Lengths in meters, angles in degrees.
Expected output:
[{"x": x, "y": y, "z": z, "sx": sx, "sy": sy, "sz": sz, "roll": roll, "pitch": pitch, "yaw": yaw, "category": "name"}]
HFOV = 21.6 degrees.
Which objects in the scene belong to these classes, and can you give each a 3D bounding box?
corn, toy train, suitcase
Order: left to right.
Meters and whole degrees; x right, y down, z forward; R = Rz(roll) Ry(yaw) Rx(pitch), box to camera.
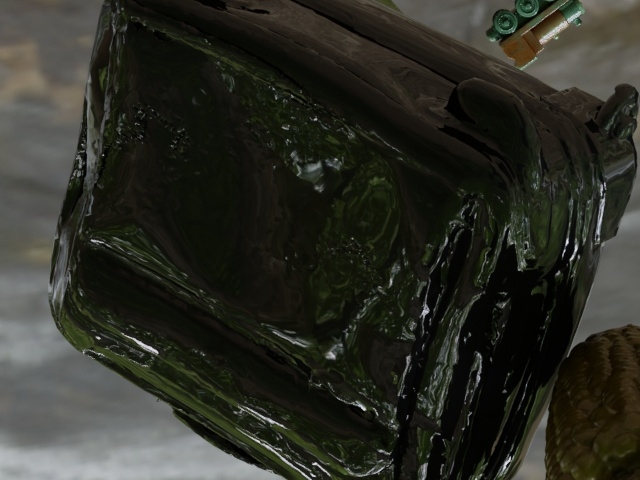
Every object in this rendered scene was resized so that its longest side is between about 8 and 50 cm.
[{"x": 0.000, "y": 0.000, "z": 1.097, "sx": 0.188, "sy": 0.345, "sz": 0.339, "roll": -24, "pitch": 136, "yaw": -51, "category": "suitcase"}, {"x": 0.221, "y": -0.225, "z": 1.706, "sx": 0.103, "sy": 0.064, "sz": 0.044, "roll": -38, "pitch": -175, "yaw": 9, "category": "toy train"}, {"x": 0.173, "y": 0.109, "z": 0.946, "sx": 0.097, "sy": 0.097, "sz": 0.261, "roll": -17, "pitch": -168, "yaw": 9, "category": "corn"}]

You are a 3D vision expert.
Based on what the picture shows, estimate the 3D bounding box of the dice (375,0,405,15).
[{"x": -0.026, "y": -0.148, "z": 1.891, "sx": 0.252, "sy": 0.250, "sz": 0.254, "roll": -31, "pitch": 150, "yaw": -25, "category": "dice"}]
